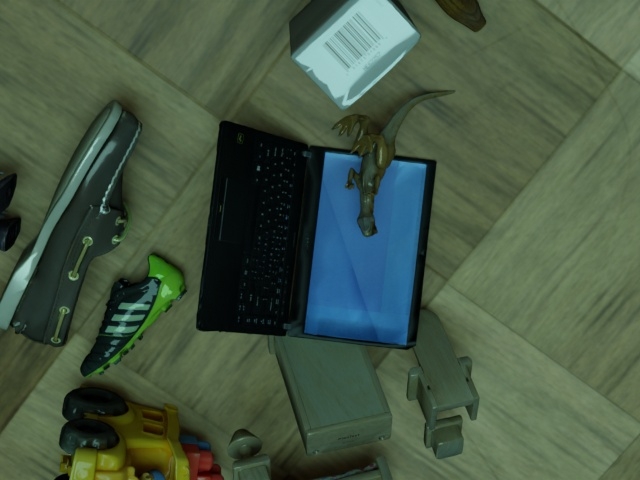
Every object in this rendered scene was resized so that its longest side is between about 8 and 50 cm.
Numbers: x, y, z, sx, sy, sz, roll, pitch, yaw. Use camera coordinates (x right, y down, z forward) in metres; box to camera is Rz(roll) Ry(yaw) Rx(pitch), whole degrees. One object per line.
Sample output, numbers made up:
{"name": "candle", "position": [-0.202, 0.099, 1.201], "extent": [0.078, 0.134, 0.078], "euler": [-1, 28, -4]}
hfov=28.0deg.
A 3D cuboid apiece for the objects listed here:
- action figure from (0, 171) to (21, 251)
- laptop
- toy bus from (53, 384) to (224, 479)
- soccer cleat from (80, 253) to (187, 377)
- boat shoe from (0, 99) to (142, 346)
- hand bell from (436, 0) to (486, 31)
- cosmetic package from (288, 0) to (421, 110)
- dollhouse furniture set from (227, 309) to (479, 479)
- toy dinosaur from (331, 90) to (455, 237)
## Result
{"name": "action figure", "position": [-0.504, -0.049, 1.512], "extent": [0.285, 0.099, 0.185], "euler": [9, 121, -1]}
{"name": "laptop", "position": [0.000, 0.000, 1.475], "extent": [0.136, 0.264, 0.234], "euler": [4, 86, 34]}
{"name": "toy bus", "position": [-0.219, 0.284, 1.566], "extent": [0.211, 0.220, 0.149], "euler": [9, 103, -10]}
{"name": "soccer cleat", "position": [-0.243, 0.093, 1.587], "extent": [0.072, 0.060, 0.179], "euler": [43, 96, -3]}
{"name": "boat shoe", "position": [-0.282, -0.014, 1.521], "extent": [0.096, 0.116, 0.324], "euler": [27, 110, -13]}
{"name": "hand bell", "position": [0.107, -0.325, 1.444], "extent": [0.126, 0.126, 0.242], "euler": [-40, 117, 11]}
{"name": "cosmetic package", "position": [0.033, -0.228, 1.389], "extent": [0.117, 0.231, 0.085], "euler": [-41, 103, 12]}
{"name": "dollhouse furniture set", "position": [0.028, 0.270, 1.653], "extent": [0.303, 0.174, 0.355], "euler": [-11, 138, -10]}
{"name": "toy dinosaur", "position": [0.069, -0.110, 1.483], "extent": [0.064, 0.112, 0.211], "euler": [18, 79, 35]}
